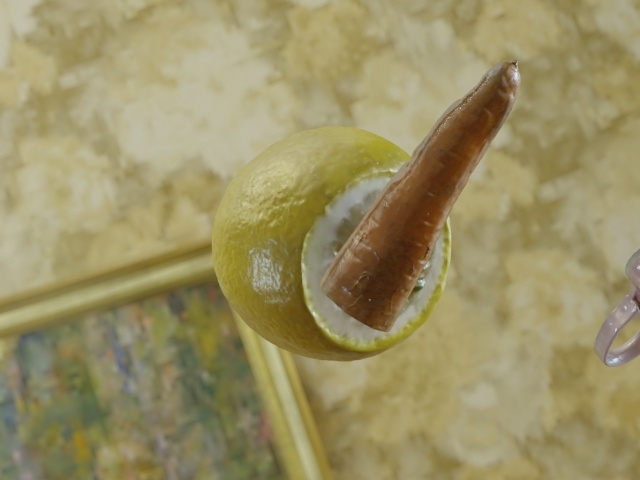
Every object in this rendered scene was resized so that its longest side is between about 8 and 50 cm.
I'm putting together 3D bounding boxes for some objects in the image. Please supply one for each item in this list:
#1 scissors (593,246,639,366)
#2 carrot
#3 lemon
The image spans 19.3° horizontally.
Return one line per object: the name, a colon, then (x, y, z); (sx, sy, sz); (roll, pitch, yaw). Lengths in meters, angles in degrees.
scissors: (0.279, 0.023, 1.559); (0.118, 0.030, 0.242); (-30, -30, -11)
carrot: (0.076, -0.037, 1.289); (0.061, 0.061, 0.210); (7, -60, -54)
lemon: (0.000, 0.000, 1.938); (0.240, 0.240, 0.219); (-7, 15, -34)
